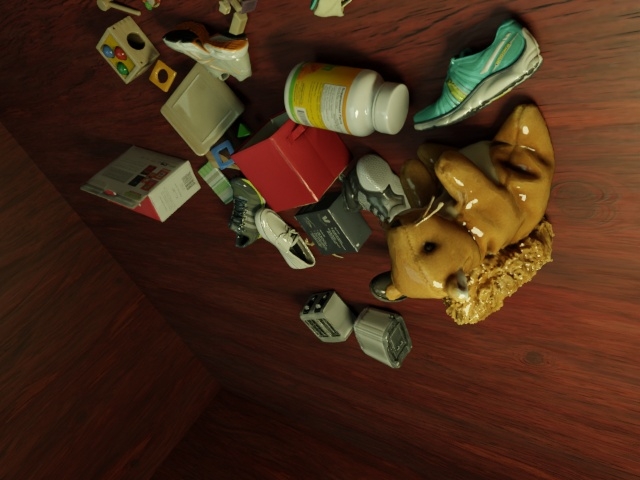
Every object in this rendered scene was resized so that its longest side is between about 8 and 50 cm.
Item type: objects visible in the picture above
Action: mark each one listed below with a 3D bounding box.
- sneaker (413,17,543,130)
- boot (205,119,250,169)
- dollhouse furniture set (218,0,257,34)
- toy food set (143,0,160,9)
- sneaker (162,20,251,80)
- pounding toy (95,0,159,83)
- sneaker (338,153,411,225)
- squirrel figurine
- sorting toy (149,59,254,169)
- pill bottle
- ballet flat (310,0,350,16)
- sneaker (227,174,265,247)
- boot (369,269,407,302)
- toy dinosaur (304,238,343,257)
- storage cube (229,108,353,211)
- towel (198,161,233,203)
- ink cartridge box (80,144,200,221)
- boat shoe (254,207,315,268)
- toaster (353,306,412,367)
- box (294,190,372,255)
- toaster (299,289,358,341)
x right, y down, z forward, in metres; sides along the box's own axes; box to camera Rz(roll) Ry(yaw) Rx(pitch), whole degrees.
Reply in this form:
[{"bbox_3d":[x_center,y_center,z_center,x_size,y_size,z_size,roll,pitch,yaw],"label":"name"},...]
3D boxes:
[{"bbox_3d":[0.273,-0.291,0.913,0.275,0.107,0.110,-31,87,52],"label":"sneaker"},{"bbox_3d":[-0.248,-0.309,1.407,0.248,0.090,0.207,1,120,25],"label":"boot"},{"bbox_3d":[-0.212,-0.524,1.120,0.081,0.091,0.114,54,151,5],"label":"dollhouse furniture set"},{"bbox_3d":[-0.439,-0.632,1.260,0.083,0.020,0.083,48,147,-14],"label":"toy food set"},{"bbox_3d":[-0.285,-0.463,1.247,0.262,0.099,0.121,24,149,25],"label":"sneaker"},{"bbox_3d":[-0.563,-0.574,1.389,0.181,0.094,0.206,-11,123,51],"label":"pounding toy"},{"bbox_3d":[0.153,-0.086,1.264,0.269,0.101,0.153,53,147,-10],"label":"sneaker"},{"bbox_3d":[0.294,0.006,0.972,0.281,0.370,0.397,-5,128,48],"label":"squirrel figurine"},{"bbox_3d":[-0.321,-0.363,1.366,0.196,0.047,0.348,-40,90,21],"label":"sorting toy"},{"bbox_3d":[0.057,-0.298,1.059,0.245,0.136,0.136,19,143,29],"label":"pill bottle"},{"bbox_3d":[0.053,-0.502,0.882,0.086,0.086,0.248,38,149,2],"label":"ballet flat"},{"bbox_3d":[-0.250,-0.087,1.646,0.111,0.121,0.300,22,144,25],"label":"sneaker"},{"bbox_3d":[0.260,0.054,1.243,0.229,0.262,0.091,99,156,-59],"label":"boot"},{"bbox_3d":[0.000,0.000,1.565,0.092,0.053,0.183,6,135,39],"label":"toy dinosaur"},{"bbox_3d":[-0.072,-0.211,1.256,0.215,0.184,0.193,-10,125,50],"label":"storage cube"},{"bbox_3d":[-0.346,-0.201,1.703,0.152,0.023,0.113,51,144,-14],"label":"towel"},{"bbox_3d":[-0.646,-0.190,1.781,0.309,0.272,0.130,19,143,30],"label":"ink cartridge box"},{"bbox_3d":[-0.111,-0.004,1.635,0.088,0.096,0.268,-4,129,43],"label":"boat shoe"},{"bbox_3d":[0.207,0.319,1.679,0.146,0.129,0.227,13,141,39],"label":"toaster"},{"bbox_3d":[0.037,-0.047,1.430,0.158,0.093,0.156,-7,126,51],"label":"box"},{"bbox_3d":[0.036,0.284,1.826,0.186,0.110,0.168,50,147,-16],"label":"toaster"}]
